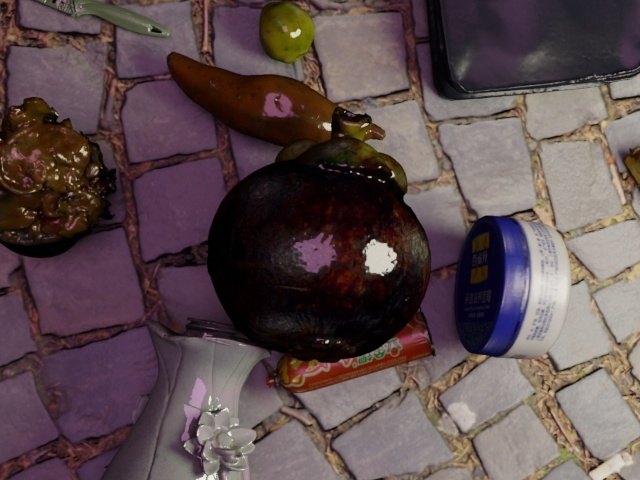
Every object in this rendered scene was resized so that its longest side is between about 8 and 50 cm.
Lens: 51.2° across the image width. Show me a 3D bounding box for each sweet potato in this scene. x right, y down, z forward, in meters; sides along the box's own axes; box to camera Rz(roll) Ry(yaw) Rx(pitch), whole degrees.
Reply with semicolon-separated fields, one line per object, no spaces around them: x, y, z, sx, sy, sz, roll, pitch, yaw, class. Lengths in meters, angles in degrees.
-0.072;-0.202;1.028;0.359;0.112;0.112;14;86;-5;sweet potato

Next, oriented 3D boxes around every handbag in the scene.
0.333;-0.368;1.056;0.325;0.118;0.269;-5;94;-4;handbag

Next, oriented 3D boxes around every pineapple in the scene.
0.563;-0.103;1.074;0.137;0.069;0.116;12;85;-4;pineapple

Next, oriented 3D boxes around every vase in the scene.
-0.201;0.331;0.932;0.250;0.250;0.445;13;83;-2;vase

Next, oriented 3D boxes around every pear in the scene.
-0.057;-0.330;1.046;0.092;0.092;0.097;-41;90;-5;pear

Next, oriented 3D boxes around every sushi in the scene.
-0.406;-0.089;0.953;0.200;0.204;0.213;-34;94;-9;sushi

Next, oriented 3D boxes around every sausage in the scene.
0.043;0.180;1.026;0.264;0.083;0.083;-16;87;-4;sausage

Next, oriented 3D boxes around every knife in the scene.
-0.380;-0.372;1.064;0.293;0.020;0.043;20;87;-1;knife

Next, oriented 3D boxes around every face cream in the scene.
0.279;0.070;0.980;0.111;0.206;0.206;6;86;-8;face cream

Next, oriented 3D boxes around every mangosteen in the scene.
-0.001;0.012;0.925;0.330;0.330;0.330;0;86;-3;mangosteen
